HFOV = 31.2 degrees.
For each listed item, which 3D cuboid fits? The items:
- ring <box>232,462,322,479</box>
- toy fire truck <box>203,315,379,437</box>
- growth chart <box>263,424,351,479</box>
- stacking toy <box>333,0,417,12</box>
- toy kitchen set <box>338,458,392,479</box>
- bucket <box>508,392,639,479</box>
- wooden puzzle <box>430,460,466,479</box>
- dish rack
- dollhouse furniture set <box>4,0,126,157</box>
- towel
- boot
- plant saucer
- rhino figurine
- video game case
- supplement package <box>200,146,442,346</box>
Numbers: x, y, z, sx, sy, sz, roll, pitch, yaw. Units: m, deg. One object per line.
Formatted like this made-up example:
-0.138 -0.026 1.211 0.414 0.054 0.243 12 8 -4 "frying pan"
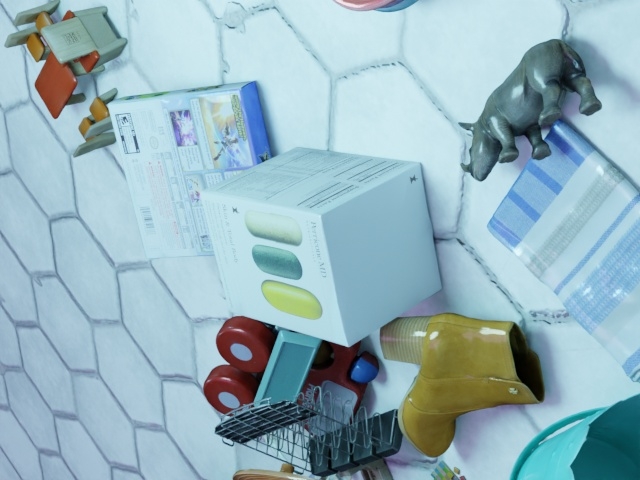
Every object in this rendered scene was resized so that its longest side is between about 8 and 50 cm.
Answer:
0.019 0.426 1.887 0.337 0.032 0.336 15 158 6 "ring"
-0.035 0.194 1.873 0.254 0.169 0.302 24 135 5 "toy fire truck"
-0.021 0.381 2.073 0.172 0.021 0.237 55 144 8 "growth chart"
0.063 -0.446 1.381 0.279 0.130 0.309 -45 79 27 "stacking toy"
0.068 0.402 1.929 0.068 0.075 0.083 -16 97 55 "toy kitchen set"
0.364 0.325 1.355 0.281 0.281 0.183 56 149 7 "bucket"
0.199 0.377 1.810 0.049 0.006 0.083 48 142 18 "wooden puzzle"
-0.020 0.292 1.790 0.208 0.271 0.074 -28 47 38 "dish rack"
-0.459 -0.307 2.050 0.262 0.135 0.259 57 145 6 "dollhouse furniture set"
0.335 0.017 1.375 0.285 0.034 0.209 49 142 17 "towel"
0.214 0.218 1.612 0.211 0.104 0.295 4 135 30 "boot"
-0.053 0.211 1.782 0.067 0.018 0.192 12 133 -9 "plant saucer"
0.231 -0.145 1.351 0.243 0.073 0.106 134 132 -54 "rhino figurine"
-0.193 -0.108 1.829 0.244 0.061 0.269 -3 110 25 "video game case"
0.000 0.000 1.635 0.263 0.198 0.199 12 121 47 "supplement package"
